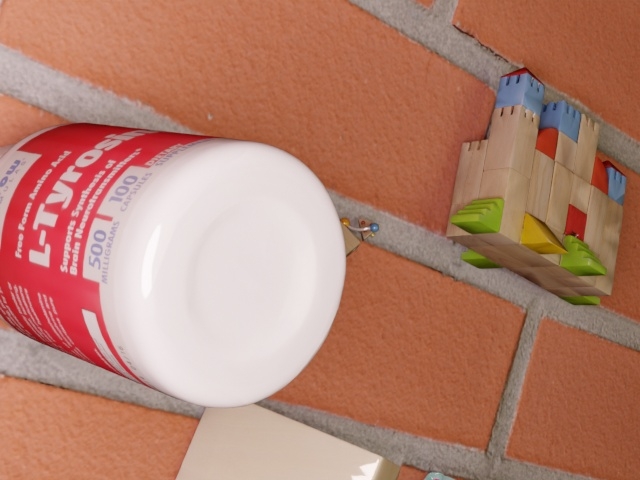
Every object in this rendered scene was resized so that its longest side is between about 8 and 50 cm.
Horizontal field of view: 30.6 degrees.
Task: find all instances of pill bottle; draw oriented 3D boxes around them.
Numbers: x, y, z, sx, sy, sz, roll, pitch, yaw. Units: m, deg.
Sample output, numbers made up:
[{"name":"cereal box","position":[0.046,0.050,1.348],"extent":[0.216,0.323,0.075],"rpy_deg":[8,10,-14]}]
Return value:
[{"name":"pill bottle","position":[-0.188,0.006,1.112],"extent":[0.229,0.408,0.229],"rpy_deg":[-8,103,-41]}]

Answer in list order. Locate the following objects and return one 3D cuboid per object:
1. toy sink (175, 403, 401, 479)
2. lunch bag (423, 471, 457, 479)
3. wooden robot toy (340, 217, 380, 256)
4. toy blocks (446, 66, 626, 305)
[{"name":"toy sink","position":[-0.041,0.305,1.464],"extent":[0.152,0.234,0.131],"rpy_deg":[-68,161,-11]},{"name":"lunch bag","position":[0.163,0.504,1.681],"extent":[0.262,0.160,0.223],"rpy_deg":[-42,123,-35]},{"name":"wooden robot toy","position":[0.000,0.000,1.523],"extent":[0.173,0.076,0.079],"rpy_deg":[-37,85,-30]},{"name":"toy blocks","position":[0.332,-0.083,1.729],"extent":[0.381,0.191,0.260],"rpy_deg":[26,69,-40]}]
